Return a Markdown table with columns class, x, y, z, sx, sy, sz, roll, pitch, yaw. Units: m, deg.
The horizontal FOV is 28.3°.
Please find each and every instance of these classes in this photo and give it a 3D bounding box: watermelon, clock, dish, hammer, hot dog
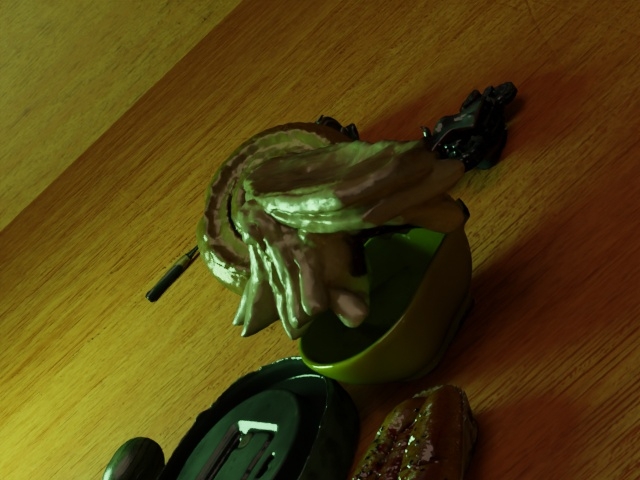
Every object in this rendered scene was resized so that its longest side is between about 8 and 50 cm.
| class | x | y | z | sx | sy | sz | roll | pitch | yaw |
| --- | --- | --- | --- | --- | --- | --- | --- | --- | --- |
| watermelon | -0.265 | 0.329 | 1.793 | 0.078 | 0.078 | 0.110 | -10 | 43 | 55 |
| clock | -0.091 | 0.288 | 1.573 | 0.325 | 0.067 | 0.325 | -37 | 24 | 20 |
| dish | 0.101 | 0.082 | 1.540 | 0.262 | 0.108 | 0.221 | -55 | 23 | -23 |
| hammer | -0.246 | 0.036 | 2.328 | 0.201 | 0.021 | 0.078 | -47 | 22 | -4 |
| hot dog | 0.086 | 0.259 | 1.310 | 0.144 | 0.075 | 0.268 | -25 | 27 | 45 |

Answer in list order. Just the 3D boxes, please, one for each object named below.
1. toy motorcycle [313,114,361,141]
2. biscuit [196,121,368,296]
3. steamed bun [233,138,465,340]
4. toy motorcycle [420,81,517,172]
| class | x | y | z | sx | sy | sz | roll | pitch | yaw |
| --- | --- | --- | --- | --- | --- | --- | --- | --- | --- |
| toy motorcycle | -0.044 | -0.089 | 2.079 | 0.205 | 0.127 | 0.275 | -25 | 23 | 39 |
| biscuit | -0.055 | -0.048 | 1.899 | 0.296 | 0.102 | 0.296 | -13 | 59 | 23 |
| steamed bun | 0.000 | 0.000 | 1.535 | 0.247 | 0.189 | 0.428 | -23 | 11 | -25 |
| toy motorcycle | 0.206 | -0.152 | 1.799 | 0.122 | 0.082 | 0.213 | -13 | 29 | 36 |
